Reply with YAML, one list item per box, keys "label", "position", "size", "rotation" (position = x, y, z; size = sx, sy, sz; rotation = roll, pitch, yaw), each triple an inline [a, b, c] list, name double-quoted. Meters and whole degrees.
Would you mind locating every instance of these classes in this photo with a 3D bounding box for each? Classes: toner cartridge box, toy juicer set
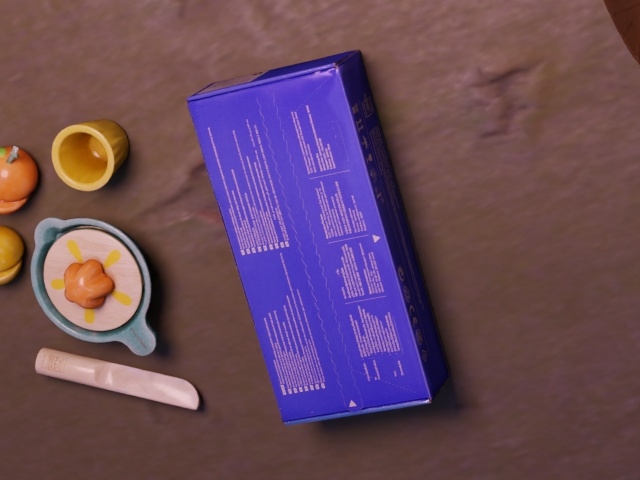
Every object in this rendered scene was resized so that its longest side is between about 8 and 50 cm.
- label: "toner cartridge box"
  position: [0.000, 0.000, 1.955]
  size: [0.165, 0.075, 0.347]
  rotation: [-10, 104, 23]
- label: "toy juicer set"
  position: [-0.266, 0.045, 2.056]
  size: [0.209, 0.089, 0.329]
  rotation: [-9, 105, 21]

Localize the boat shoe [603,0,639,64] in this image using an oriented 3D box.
- label: "boat shoe"
  position: [0.276, -0.298, 1.754]
  size: [0.098, 0.109, 0.302]
  rotation: [-29, 98, -15]
